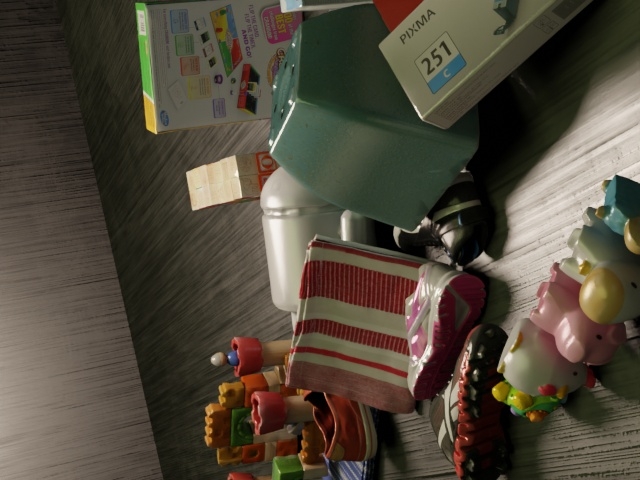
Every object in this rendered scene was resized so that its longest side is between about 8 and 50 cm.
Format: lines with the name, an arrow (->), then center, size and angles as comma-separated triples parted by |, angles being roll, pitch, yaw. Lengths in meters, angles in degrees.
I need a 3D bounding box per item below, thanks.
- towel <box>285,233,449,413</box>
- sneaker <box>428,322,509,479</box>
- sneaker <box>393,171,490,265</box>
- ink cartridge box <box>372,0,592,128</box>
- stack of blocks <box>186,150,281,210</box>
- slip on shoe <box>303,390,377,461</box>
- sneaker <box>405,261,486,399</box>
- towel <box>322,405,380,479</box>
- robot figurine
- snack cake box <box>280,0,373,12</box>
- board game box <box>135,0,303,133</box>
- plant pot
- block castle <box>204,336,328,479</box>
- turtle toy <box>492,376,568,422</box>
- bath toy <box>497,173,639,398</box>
towel -> 0.073, 0.151, 1.782 | 0.037, 0.237, 0.329 | -73, -6, -54
sneaker -> 0.226, 0.240, 1.608 | 0.135, 0.097, 0.276 | 38, 134, 53
sneaker -> 0.186, -0.002, 1.626 | 0.217, 0.079, 0.121 | -55, 49, 56
ink cartridge box -> 0.195, -0.334, 1.340 | 0.296, 0.066, 0.261 | -42, 57, 27
stack of blocks -> -0.147, -0.128, 2.188 | 0.297, 0.171, 0.087 | -6, 93, 65
slip on shoe -> 0.013, 0.270, 2.013 | 0.123, 0.101, 0.331 | 116, 142, -54
sneaker -> 0.187, 0.139, 1.672 | 0.111, 0.102, 0.252 | -127, 42, -52
towel -> 0.053, 0.382, 2.124 | 0.243, 0.040, 0.336 | -136, 44, -54
robot figurine -> 0.000, 0.000, 1.883 | 0.300, 0.199, 0.354 | 7, 106, 60
snack cake box -> 0.003, -0.519, 1.740 | 0.089, 0.152, 0.265 | 11, 109, 64
board game box -> -0.183, -0.343, 2.010 | 0.064, 0.316, 0.242 | -153, 57, -61
plant pot -> 0.062, -0.194, 1.530 | 0.247, 0.252, 0.248 | 121, 155, -56
block castle -> -0.121, 0.450, 2.238 | 0.303, 0.212, 0.453 | -120, 30, -59
turtle toy -> 0.294, 0.213, 1.479 | 0.066, 0.095, 0.130 | 64, 160, -16
bath toy -> 0.335, 0.087, 1.301 | 0.348, 0.129, 0.151 | 111, -175, -46
